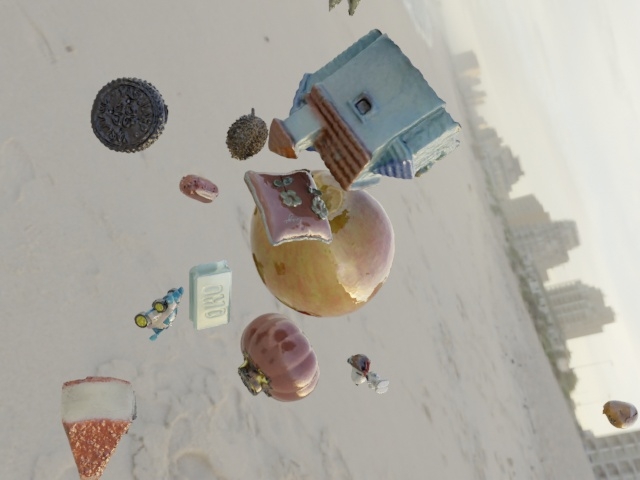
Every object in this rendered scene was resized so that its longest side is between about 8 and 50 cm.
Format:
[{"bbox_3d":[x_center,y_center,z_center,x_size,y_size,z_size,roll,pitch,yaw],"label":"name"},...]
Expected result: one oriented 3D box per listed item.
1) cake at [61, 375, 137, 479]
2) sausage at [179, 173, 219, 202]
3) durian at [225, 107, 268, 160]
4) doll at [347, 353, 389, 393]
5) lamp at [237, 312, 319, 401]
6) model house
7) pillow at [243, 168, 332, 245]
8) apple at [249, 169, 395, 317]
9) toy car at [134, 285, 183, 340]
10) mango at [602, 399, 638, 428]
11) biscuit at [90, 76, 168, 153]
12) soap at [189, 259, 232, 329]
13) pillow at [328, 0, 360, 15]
[{"bbox_3d":[-0.561,0.458,1.572,0.159,0.262,0.158,23,16,-27],"label":"cake"},{"bbox_3d":[-0.368,-0.158,2.029,0.141,0.076,0.076,17,58,-56],"label":"sausage"},{"bbox_3d":[-0.248,-0.353,2.168,0.091,0.148,0.189,37,62,-48],"label":"durian"},{"bbox_3d":[0.079,0.226,1.144,0.040,0.085,0.058,-6,94,-31],"label":"doll"},{"bbox_3d":[-0.146,0.385,2.142,0.305,0.239,0.305,45,-27,30],"label":"lamp"},{"bbox_3d":[0.066,-0.218,1.384,0.295,0.329,0.252,54,-5,15],"label":"model house"},{"bbox_3d":[-0.057,-0.072,1.350,0.179,0.075,0.172,-5,67,-44],"label":"pillow"},{"bbox_3d":[0.000,0.000,1.776,0.347,0.391,0.392,79,4,-58],"label":"apple"},{"bbox_3d":[-0.459,0.214,1.994,0.098,0.161,0.126,55,22,-8],"label":"toy car"},{"bbox_3d":[0.795,0.455,1.762,0.127,0.063,0.077,7,55,-39],"label":"mango"},{"bbox_3d":[-0.469,-0.307,1.640,0.053,0.194,0.195,23,52,-85],"label":"biscuit"},{"bbox_3d":[-0.331,0.164,2.013,0.066,0.119,0.198,48,-40,47],"label":"soap"},{"bbox_3d":[0.072,-0.508,1.202,0.181,0.077,0.134,129,-32,-52],"label":"pillow"}]
